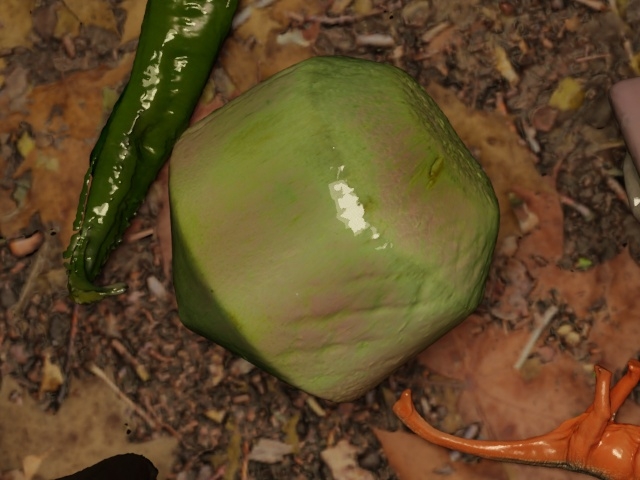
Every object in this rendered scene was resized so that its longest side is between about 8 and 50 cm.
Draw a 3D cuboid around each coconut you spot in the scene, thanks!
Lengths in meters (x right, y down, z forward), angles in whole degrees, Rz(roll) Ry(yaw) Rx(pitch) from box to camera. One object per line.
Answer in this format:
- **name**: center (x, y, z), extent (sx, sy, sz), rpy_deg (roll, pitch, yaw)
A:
- **coconut**: center (0.000, 0.000, 1.092), extent (0.235, 0.236, 0.205), rpy_deg (-17, 41, 4)

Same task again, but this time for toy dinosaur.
- **toy dinosaur**: center (0.193, 0.132, 1.117), extent (0.279, 0.055, 0.101), rpy_deg (19, 107, 7)

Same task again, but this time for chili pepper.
- **chili pepper**: center (-0.116, -0.118, 1.186), extent (0.085, 0.076, 0.359), rpy_deg (10, 78, 28)

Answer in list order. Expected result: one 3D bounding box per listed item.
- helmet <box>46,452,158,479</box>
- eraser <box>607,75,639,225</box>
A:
- **helmet**: center (-0.200, 0.290, 1.070), extent (0.305, 0.225, 0.177), rpy_deg (-26, 107, 3)
- **eraser**: center (0.356, 0.020, 0.997), extent (0.272, 0.122, 0.359), rpy_deg (-18, 46, 3)
